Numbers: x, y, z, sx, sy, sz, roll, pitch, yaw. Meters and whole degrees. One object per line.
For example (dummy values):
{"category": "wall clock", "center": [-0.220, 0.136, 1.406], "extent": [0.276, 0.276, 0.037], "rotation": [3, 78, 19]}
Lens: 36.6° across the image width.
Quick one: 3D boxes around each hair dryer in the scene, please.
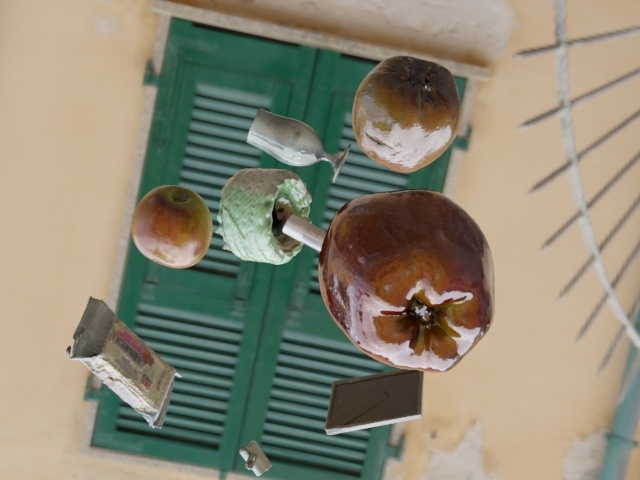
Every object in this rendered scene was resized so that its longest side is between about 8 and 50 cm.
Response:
{"category": "hair dryer", "center": [-0.127, 0.423, 1.848], "extent": [0.063, 0.038, 0.124], "rotation": [53, 179, 2]}

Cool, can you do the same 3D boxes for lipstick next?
{"category": "lipstick", "center": [0.000, 0.000, 1.778], "extent": [0.141, 0.040, 0.040], "rotation": [28, -172, 9]}

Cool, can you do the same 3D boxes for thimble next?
{"category": "thimble", "center": [-0.123, -0.059, 2.147], "extent": [0.150, 0.218, 0.219], "rotation": [5, -179, 29]}

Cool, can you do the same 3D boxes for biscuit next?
{"category": "biscuit", "center": [-0.461, 0.291, 2.273], "extent": [0.079, 0.186, 0.309], "rotation": [-22, 122, 29]}

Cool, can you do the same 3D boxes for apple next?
{"category": "apple", "center": [0.144, 0.061, 1.585], "extent": [0.288, 0.288, 0.316], "rotation": [10, -153, -15]}
{"category": "apple", "center": [-0.351, -0.037, 2.318], "extent": [0.196, 0.195, 0.196], "rotation": [12, -175, -1]}

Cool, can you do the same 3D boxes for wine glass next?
{"category": "wine glass", "center": [-0.047, -0.196, 1.972], "extent": [0.202, 0.092, 0.093], "rotation": [25, -175, 2]}

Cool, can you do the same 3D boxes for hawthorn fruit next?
{"category": "hawthorn fruit", "center": [0.207, -0.296, 2.387], "extent": [0.268, 0.267, 0.300], "rotation": [11, 145, -7]}

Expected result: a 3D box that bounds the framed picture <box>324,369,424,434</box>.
{"category": "framed picture", "center": [0.142, 0.408, 2.505], "extent": [0.260, 0.023, 0.189], "rotation": [-14, -148, 17]}
